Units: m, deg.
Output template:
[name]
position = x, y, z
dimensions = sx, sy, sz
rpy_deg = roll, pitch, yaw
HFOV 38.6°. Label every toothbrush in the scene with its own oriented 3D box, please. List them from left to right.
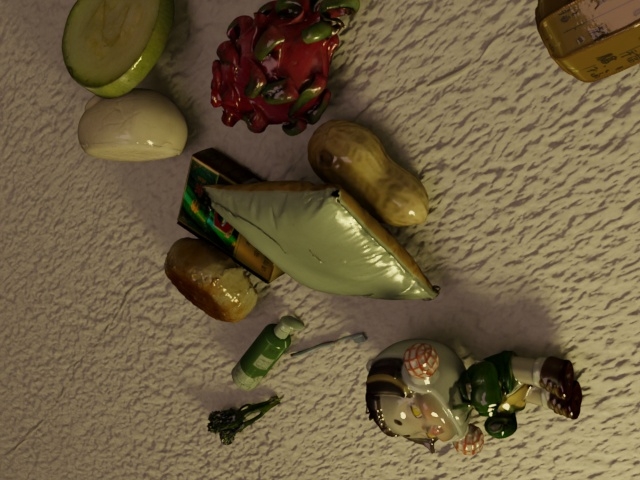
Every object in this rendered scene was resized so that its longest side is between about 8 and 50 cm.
[toothbrush]
position = 0.011, 0.199, 1.725
dimensions = 0.193, 0.013, 0.019
rpy_deg = -20, 104, 40

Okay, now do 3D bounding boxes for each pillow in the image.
[pillow]
position = 0.000, 0.000, 1.504
dimensions = 0.312, 0.119, 0.310
rpy_deg = 2, 151, 45

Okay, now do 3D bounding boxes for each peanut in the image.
[peanut]
position = 0.079, -0.108, 1.487
dimensions = 0.236, 0.110, 0.120
rpy_deg = 40, 119, 16

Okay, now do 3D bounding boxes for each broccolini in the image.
[broccolini]
position = -0.149, 0.362, 1.904
dimensions = 0.201, 0.058, 0.074
rpy_deg = -30, 104, 25

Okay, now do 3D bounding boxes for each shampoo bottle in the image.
[shampoo bottle]
position = -0.104, 0.216, 1.791
dimensions = 0.065, 0.065, 0.204
rpy_deg = 47, 129, 12

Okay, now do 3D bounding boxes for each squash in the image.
[squash]
position = -0.371, -0.387, 1.674
dimensions = 0.252, 0.049, 0.252
rpy_deg = -12, 68, 32

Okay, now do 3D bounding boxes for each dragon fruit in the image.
[dragon fruit]
position = -0.068, -0.297, 1.476
dimensions = 0.198, 0.218, 0.272
rpy_deg = 14, 117, -10

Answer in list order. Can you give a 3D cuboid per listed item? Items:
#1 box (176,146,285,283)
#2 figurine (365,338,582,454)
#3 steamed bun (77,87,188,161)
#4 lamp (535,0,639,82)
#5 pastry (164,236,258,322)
[box]
position = -0.150, -0.048, 1.709
dimensions = 0.240, 0.071, 0.159
rpy_deg = 32, 127, 22
[figurine]
position = 0.228, 0.242, 1.488
dimensions = 0.370, 0.167, 0.281
rpy_deg = -6, 134, 30
[steamed bun]
position = -0.358, -0.221, 1.732
dimensions = 0.228, 0.177, 0.130
rpy_deg = 0, 87, 42
[lamp]
position = 0.379, -0.295, 1.158
dimensions = 0.185, 0.161, 0.161
rpy_deg = -27, 91, 39
[pastry]
position = -0.213, 0.077, 1.750
dimensions = 0.193, 0.093, 0.182
rpy_deg = 32, 158, 25
